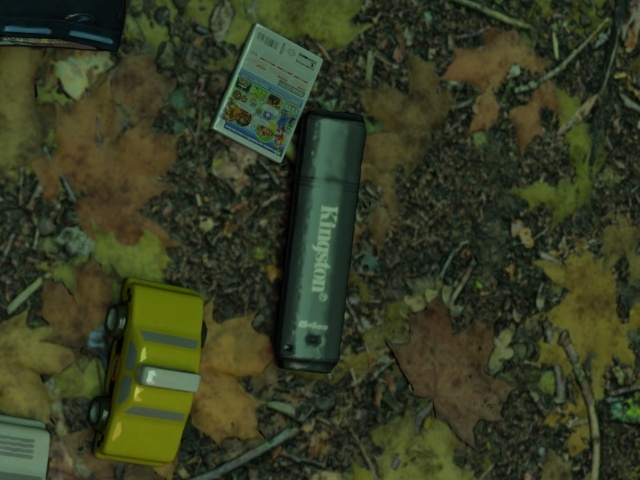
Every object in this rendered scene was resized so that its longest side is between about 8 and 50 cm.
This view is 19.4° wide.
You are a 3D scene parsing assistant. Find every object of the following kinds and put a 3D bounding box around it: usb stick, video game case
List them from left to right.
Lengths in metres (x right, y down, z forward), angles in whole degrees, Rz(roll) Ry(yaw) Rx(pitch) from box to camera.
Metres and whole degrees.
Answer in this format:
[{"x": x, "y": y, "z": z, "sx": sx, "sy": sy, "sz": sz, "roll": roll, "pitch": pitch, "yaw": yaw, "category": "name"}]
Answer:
[{"x": -0.056, "y": -0.154, "z": 1.965, "sx": 0.087, "sy": 0.011, "sz": 0.122, "roll": 27, "pitch": 79, "yaw": -26, "category": "video game case"}, {"x": 0.000, "y": 0.000, "z": 1.979, "sx": 0.077, "sy": 0.045, "sz": 0.278, "roll": 8, "pitch": 88, "yaw": -28, "category": "usb stick"}]

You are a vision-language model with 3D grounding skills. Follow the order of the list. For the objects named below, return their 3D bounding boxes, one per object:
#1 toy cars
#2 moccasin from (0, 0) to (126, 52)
[{"x": -0.237, "y": 0.199, "z": 1.839, "sx": 0.393, "sy": 0.087, "sz": 0.176, "roll": -41, "pitch": 108, "yaw": -20, "category": "toy cars"}, {"x": -0.329, "y": -0.199, "z": 1.755, "sx": 0.342, "sy": 0.137, "sz": 0.117, "roll": -12, "pitch": 101, "yaw": -25, "category": "moccasin"}]
